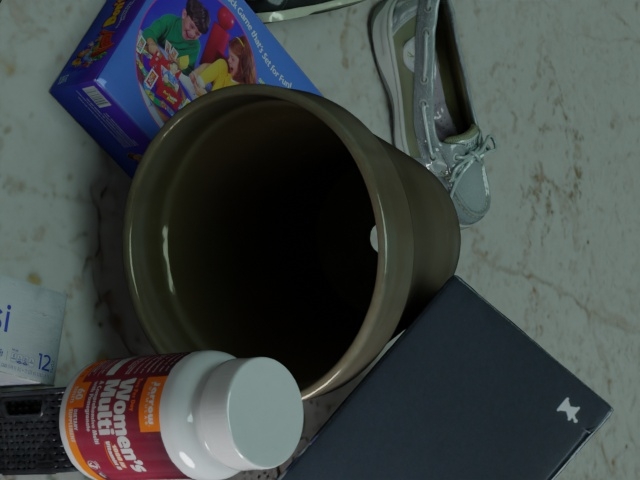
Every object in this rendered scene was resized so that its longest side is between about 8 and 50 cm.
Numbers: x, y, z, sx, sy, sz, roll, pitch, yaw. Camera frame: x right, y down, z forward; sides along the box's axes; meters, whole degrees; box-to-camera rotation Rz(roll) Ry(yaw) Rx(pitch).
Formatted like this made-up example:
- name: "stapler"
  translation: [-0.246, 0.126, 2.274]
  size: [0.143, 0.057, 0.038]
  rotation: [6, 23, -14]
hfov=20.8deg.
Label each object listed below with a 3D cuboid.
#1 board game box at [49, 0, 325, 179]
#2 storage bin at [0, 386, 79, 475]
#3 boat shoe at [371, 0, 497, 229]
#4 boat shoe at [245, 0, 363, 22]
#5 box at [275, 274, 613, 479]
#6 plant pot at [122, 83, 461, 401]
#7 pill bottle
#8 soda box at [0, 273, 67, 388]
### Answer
- name: "board game box"
  translation: [-0.120, -0.139, 1.966]
  size: [0.347, 0.078, 0.233]
  rotation: [49, 52, -32]
- name: "storage bin"
  translation: [-0.229, 0.187, 1.764]
  size: [0.180, 0.122, 0.084]
  rotation: [-2, 86, -48]
- name: "boat shoe"
  translation: [0.160, -0.168, 2.263]
  size: [0.118, 0.103, 0.320]
  rotation: [-25, 103, -47]
- name: "boat shoe"
  translation: [-0.008, -0.311, 2.112]
  size: [0.233, 0.084, 0.079]
  rotation: [-17, 97, -45]
- name: "box"
  translation: [0.124, 0.230, 1.867]
  size: [0.212, 0.395, 0.293]
  rotation: [41, 86, 7]
- name: "plant pot"
  translation: [0.000, 0.000, 1.831]
  size: [0.280, 0.323, 0.323]
  rotation: [-6, 89, -58]
- name: "pill bottle"
  translation: [-0.130, 0.164, 1.618]
  size: [0.121, 0.221, 0.121]
  rotation: [10, 76, -47]
- name: "soda box"
  translation: [-0.379, 0.065, 1.639]
  size: [0.286, 0.091, 0.098]
  rotation: [21, 70, -45]
